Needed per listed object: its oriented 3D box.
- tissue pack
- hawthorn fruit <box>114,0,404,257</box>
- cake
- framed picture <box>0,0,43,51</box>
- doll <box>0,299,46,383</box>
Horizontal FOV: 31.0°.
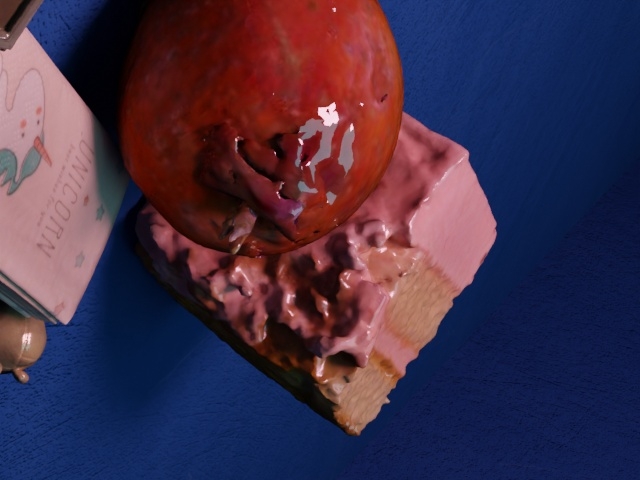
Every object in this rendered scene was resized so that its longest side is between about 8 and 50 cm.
[{"bbox_3d":[-0.250,-0.060,0.906,0.325,0.071,0.170,65,40,-68],"label":"tissue pack"},{"bbox_3d":[-0.057,-0.098,1.015,0.276,0.275,0.308,99,-5,-48],"label":"hawthorn fruit"},{"bbox_3d":[0.000,0.000,1.281,0.307,0.314,0.293,-52,158,-8],"label":"cake"},{"bbox_3d":[-0.181,-0.222,0.665,0.260,0.023,0.189,-50,157,21],"label":"framed picture"},{"bbox_3d":[-0.300,0.080,1.045,0.088,0.102,0.179,-12,162,5],"label":"doll"}]
